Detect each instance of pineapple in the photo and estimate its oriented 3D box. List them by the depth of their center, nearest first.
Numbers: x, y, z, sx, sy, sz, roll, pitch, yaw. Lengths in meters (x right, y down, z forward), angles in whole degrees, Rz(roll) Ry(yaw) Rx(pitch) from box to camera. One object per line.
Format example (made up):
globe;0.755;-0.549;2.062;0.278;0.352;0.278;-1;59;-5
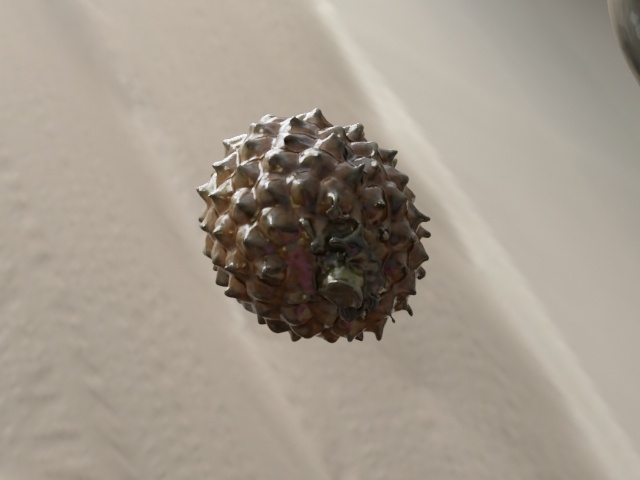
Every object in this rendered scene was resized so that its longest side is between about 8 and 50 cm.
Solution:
pineapple;0.000;0.000;1.309;0.166;0.166;0.193;33;-167;-25

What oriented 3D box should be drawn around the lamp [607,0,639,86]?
lamp;0.251;-0.068;0.936;0.182;0.182;0.314;-80;-30;-65
